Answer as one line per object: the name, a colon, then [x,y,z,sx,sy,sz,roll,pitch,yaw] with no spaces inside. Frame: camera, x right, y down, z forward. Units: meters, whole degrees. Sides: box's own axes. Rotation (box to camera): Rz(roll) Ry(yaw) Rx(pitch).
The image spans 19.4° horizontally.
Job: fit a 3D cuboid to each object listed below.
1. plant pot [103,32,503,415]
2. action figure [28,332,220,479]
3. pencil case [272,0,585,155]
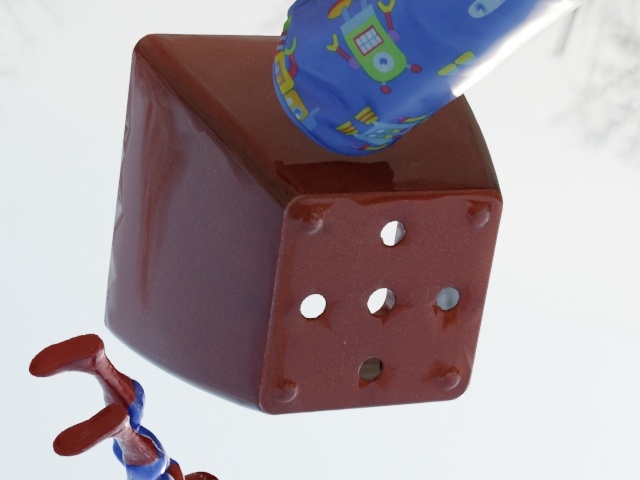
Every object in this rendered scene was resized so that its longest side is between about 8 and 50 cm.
plant pot: [0.000,0.000,1.478,0.267,0.267,0.236,-2,-156,-24]
action figure: [-0.139,0.173,1.216,0.280,0.139,0.091,56,-170,-55]
pencil case: [0.085,-0.171,1.260,0.133,0.306,0.119,48,-131,-5]
